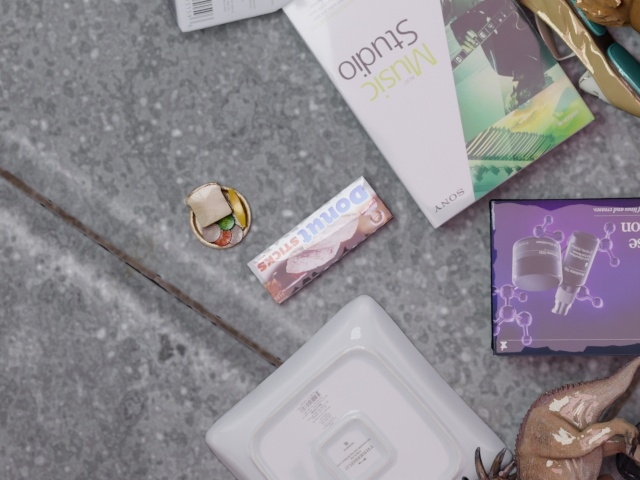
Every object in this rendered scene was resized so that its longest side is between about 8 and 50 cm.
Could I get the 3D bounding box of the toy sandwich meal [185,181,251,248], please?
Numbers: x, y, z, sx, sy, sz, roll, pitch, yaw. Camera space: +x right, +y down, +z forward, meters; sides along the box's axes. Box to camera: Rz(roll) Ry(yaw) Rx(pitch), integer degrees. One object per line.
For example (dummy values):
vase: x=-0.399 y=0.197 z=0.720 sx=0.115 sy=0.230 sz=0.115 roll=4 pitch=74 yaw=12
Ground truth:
toy sandwich meal: x=-0.125 y=-0.031 z=1.743 sx=0.085 sy=0.029 sz=0.085 roll=0 pitch=91 yaw=6

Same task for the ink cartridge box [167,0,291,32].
ink cartridge box: x=-0.067 y=-0.388 z=1.636 sx=0.239 sy=0.275 sz=0.060 roll=-15 pitch=45 yaw=-13

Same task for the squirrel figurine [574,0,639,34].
squirrel figurine: x=0.433 y=-0.374 z=1.502 sx=0.397 sy=0.370 sz=0.281 roll=27 pitch=50 yaw=24

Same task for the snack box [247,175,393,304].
snack box: x=0.000 y=0.000 z=1.735 sx=0.178 sy=0.022 sz=0.064 roll=-38 pitch=86 yaw=6

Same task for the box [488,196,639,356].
box: x=0.329 y=0.041 z=1.665 sx=0.261 sy=0.103 sz=0.184 roll=-1 pitch=94 yaw=6

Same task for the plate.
plate: x=0.042 y=0.253 z=1.725 sx=0.277 sy=0.045 sz=0.278 roll=-42 pitch=86 yaw=6

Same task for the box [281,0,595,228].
box: x=0.138 y=-0.208 z=1.681 sx=0.232 sy=0.058 sz=0.322 roll=-35 pitch=97 yaw=5

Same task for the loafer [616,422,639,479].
loafer: x=0.456 y=0.280 z=1.660 sx=0.223 sy=0.076 sz=0.078 roll=24 pitch=131 yaw=7

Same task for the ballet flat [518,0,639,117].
ballet flat: x=0.320 y=-0.221 z=1.685 sx=0.073 sy=0.080 sz=0.232 roll=-38 pitch=84 yaw=33

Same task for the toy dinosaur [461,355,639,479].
toy dinosaur: x=0.260 y=0.253 z=1.624 sx=0.200 sy=0.127 sz=0.296 roll=23 pitch=100 yaw=32
